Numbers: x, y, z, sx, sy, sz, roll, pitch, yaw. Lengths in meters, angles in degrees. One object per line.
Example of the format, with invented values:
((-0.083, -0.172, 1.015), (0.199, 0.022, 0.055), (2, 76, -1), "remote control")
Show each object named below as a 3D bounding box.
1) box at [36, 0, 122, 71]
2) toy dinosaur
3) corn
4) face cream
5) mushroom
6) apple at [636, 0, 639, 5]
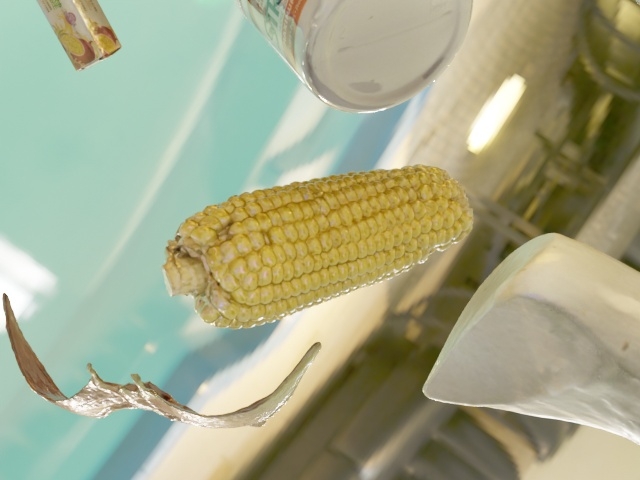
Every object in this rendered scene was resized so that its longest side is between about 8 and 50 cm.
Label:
((-0.299, -0.292, 1.678), (0.050, 0.207, 0.041), (-23, -171, 40), "box")
((-0.168, 0.132, 1.545), (0.206, 0.327, 0.113), (24, 70, -45), "toy dinosaur")
((0.000, 0.000, 1.480), (0.347, 0.130, 0.130), (-15, 143, -27), "corn")
((0.029, -0.257, 1.514), (0.201, 0.187, 0.201), (-20, 137, -20), "face cream")
((0.296, 0.138, 1.178), (0.177, 0.397, 0.126), (-60, -176, 42), "mushroom")
((0.445, -0.352, 1.760), (0.158, 0.156, 0.147), (-23, 138, -29), "apple")
